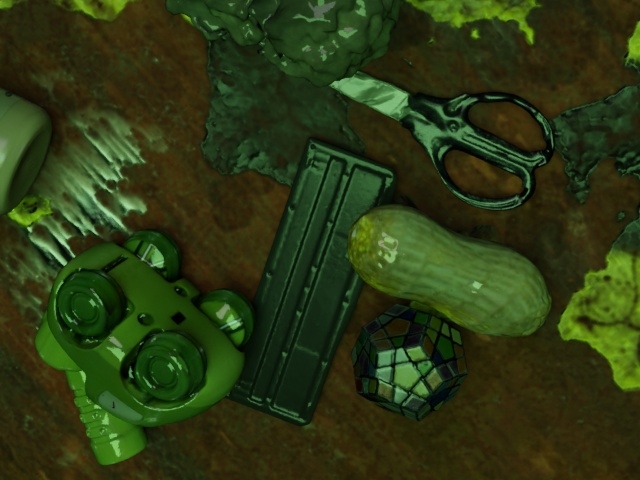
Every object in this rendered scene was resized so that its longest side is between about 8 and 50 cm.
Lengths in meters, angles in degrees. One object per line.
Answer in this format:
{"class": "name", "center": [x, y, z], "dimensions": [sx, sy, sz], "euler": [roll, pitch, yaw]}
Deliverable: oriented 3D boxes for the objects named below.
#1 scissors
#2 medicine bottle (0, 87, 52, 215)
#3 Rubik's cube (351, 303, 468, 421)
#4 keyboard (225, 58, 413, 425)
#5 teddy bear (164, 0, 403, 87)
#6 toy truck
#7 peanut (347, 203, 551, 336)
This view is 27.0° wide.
{"class": "scissors", "center": [0.070, -0.127, 1.228], "dimensions": [0.300, 0.022, 0.109], "euler": [26, 100, 1]}
{"class": "medicine bottle", "center": [-0.384, -0.120, 1.238], "dimensions": [0.252, 0.114, 0.114], "euler": [24, 104, 2]}
{"class": "Rubik's cube", "center": [0.082, 0.114, 1.242], "dimensions": [0.111, 0.111, 0.093], "euler": [24, 79, 1]}
{"class": "keyboard", "center": [0.003, -0.005, 1.256], "dimensions": [0.103, 0.041, 0.381], "euler": [21, 112, 5]}
{"class": "teddy bear", "center": [-0.048, -0.343, 1.102], "dimensions": [0.367, 0.224, 0.357], "euler": [28, 97, 7]}
{"class": "toy truck", "center": [-0.186, 0.099, 1.256], "dimensions": [0.210, 0.148, 0.187], "euler": [-34, 95, 34]}
{"class": "peanut", "center": [0.120, 0.029, 1.208], "dimensions": [0.207, 0.087, 0.087], "euler": [23, 105, -16]}
